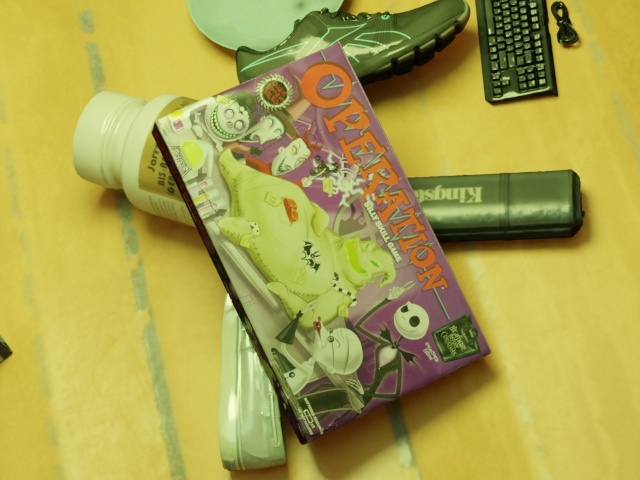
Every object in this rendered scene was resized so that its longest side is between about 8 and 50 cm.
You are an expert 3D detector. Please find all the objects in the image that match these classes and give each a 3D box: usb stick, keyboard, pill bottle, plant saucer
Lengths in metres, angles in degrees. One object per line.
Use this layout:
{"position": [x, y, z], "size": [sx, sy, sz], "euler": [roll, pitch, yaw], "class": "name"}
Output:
{"position": [0.133, -0.033, 1.583], "size": [0.278, 0.045, 0.077], "euler": [-2, 64, 12], "class": "usb stick"}
{"position": [0.227, -0.236, 1.678], "size": [0.108, 0.023, 0.180], "euler": [-7, 63, 9], "class": "keyboard"}
{"position": [-0.141, -0.084, 1.623], "size": [0.229, 0.131, 0.131], "euler": [17, 68, 20], "class": "pill bottle"}
{"position": [-0.057, -0.290, 1.762], "size": [0.195, 0.037, 0.195], "euler": [-5, 63, 10], "class": "plant saucer"}

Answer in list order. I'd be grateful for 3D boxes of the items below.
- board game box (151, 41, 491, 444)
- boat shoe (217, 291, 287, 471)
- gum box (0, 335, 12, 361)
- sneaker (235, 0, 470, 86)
{"position": [0.000, 0.000, 1.500], "size": [0.208, 0.056, 0.347], "euler": [-25, 84, -17], "class": "board game box"}
{"position": [-0.058, 0.121, 1.538], "size": [0.081, 0.079, 0.228], "euler": [0, 68, 3], "class": "boat shoe"}
{"position": [-0.415, 0.039, 1.609], "size": [0.041, 0.157, 0.184], "euler": [-40, 62, -8], "class": "gum box"}
{"position": [0.033, -0.213, 1.652], "size": [0.267, 0.101, 0.106], "euler": [-26, 83, -1], "class": "sneaker"}
